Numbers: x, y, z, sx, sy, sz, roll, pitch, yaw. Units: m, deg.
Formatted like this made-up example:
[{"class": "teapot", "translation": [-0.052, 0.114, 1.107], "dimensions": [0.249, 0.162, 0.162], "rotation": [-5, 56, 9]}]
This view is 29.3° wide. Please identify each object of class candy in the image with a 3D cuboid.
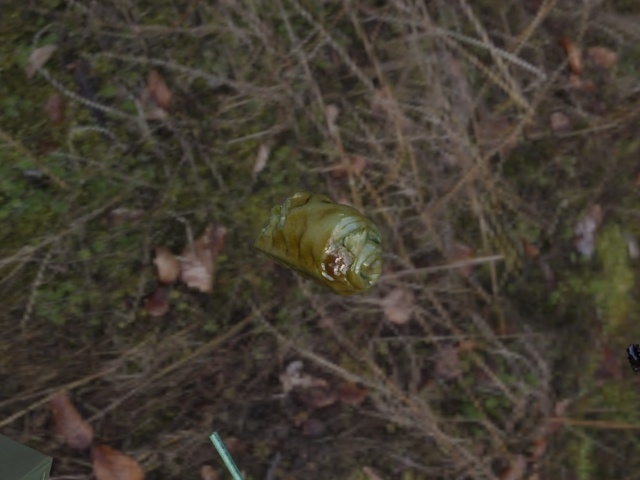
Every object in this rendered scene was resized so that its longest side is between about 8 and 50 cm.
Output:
[{"class": "candy", "translation": [-0.056, 0.272, 1.202], "dimensions": [0.058, 0.062, 0.194], "rotation": [-31, 89, -14]}]

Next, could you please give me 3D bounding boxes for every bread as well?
[{"class": "bread", "translation": [0.000, 0.000, 0.836], "dimensions": [0.060, 0.110, 0.066], "rotation": [-29, 119, -23]}]

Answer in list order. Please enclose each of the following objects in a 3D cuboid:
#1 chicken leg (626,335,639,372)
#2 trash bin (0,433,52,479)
[{"class": "chicken leg", "translation": [0.270, 0.098, 0.619], "dimensions": [0.234, 0.105, 0.063], "rotation": [28, 64, 2]}, {"class": "trash bin", "translation": [-0.285, 0.194, 1.042], "dimensions": [0.061, 0.092, 0.043], "rotation": [-37, 146, -57]}]
